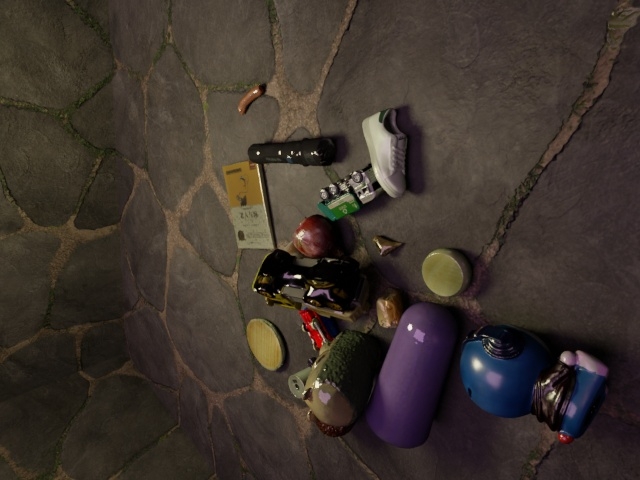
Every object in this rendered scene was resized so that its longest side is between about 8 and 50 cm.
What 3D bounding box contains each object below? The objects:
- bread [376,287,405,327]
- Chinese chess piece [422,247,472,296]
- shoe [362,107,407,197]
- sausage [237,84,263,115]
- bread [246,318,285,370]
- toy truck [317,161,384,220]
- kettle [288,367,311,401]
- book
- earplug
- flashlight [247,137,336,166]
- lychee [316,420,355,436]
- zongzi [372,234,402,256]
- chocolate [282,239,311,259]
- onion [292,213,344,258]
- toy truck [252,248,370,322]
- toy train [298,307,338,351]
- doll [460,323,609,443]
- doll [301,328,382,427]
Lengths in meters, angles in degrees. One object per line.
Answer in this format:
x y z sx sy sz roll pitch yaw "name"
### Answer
0.231 0.219 1.329 0.082 0.125 0.106 3 105 24 "bread"
0.366 0.092 1.194 0.144 0.058 0.144 18 115 42 "Chinese chess piece"
0.210 -0.263 1.214 0.110 0.095 0.265 -28 80 45 "shoe"
-0.284 -0.566 1.651 0.047 0.040 0.176 35 144 -26 "sausage"
-0.257 0.488 1.950 0.267 0.040 0.267 17 115 41 "bread"
0.096 -0.156 1.352 0.253 0.114 0.124 -21 101 46 "toy truck"
-0.038 0.580 1.684 0.127 0.148 0.098 47 129 26 "kettle"
-0.318 -0.151 1.819 0.269 0.032 0.389 -1 102 44 "book"
0.292 0.395 1.269 0.215 0.215 0.456 29 117 36 "earplug"
-0.124 -0.325 1.525 0.424 0.103 0.103 10 109 43 "flashlight"
0.060 0.667 1.601 0.188 0.188 0.188 16 113 41 "lychee"
0.215 0.002 1.334 0.083 0.040 0.076 -41 66 32 "zongzi"
-0.149 0.129 1.698 0.303 0.100 0.185 -38 79 48 "chocolate"
0.000 0.000 1.473 0.195 0.159 0.159 38 129 5 "onion"
-0.021 0.168 1.448 0.405 0.181 0.254 6 148 28 "toy truck"
0.005 0.337 1.589 0.082 0.131 0.204 -24 96 41 "toy train"
0.497 0.332 1.009 0.310 0.240 0.284 24 148 44 "doll"
0.069 0.450 1.391 0.247 0.349 0.247 18 130 22 "doll"
